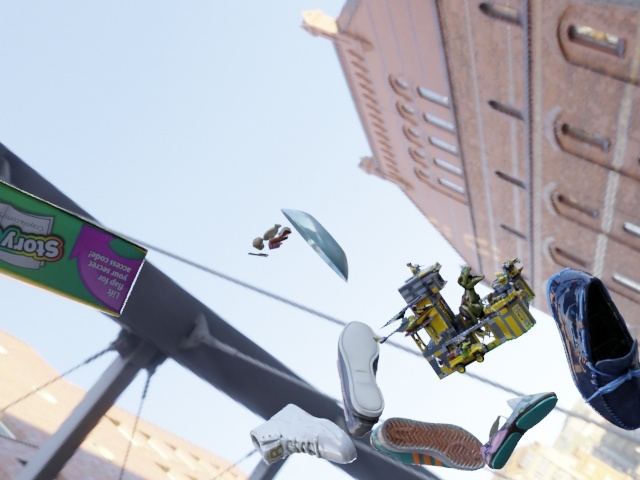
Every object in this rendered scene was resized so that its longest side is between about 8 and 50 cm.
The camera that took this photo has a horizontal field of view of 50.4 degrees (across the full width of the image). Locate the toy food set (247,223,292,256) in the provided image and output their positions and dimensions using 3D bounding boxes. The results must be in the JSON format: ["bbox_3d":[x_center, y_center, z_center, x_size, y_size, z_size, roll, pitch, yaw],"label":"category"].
[{"bbox_3d":[-0.107,-0.004,1.495,0.078,0.019,0.122,10,-37,-41],"label":"toy food set"}]

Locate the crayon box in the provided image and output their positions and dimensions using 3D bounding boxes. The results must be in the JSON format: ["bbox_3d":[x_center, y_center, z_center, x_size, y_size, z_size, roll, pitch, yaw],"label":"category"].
[{"bbox_3d":[-0.456,-0.025,0.885,0.363,0.313,0.106,29,-106,-34],"label":"crayon box"}]

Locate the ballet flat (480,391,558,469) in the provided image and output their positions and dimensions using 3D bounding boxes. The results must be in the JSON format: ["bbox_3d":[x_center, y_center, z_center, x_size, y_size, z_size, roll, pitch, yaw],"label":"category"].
[{"bbox_3d":[0.422,0.398,1.486,0.077,0.079,0.221,27,-77,-35],"label":"ballet flat"}]

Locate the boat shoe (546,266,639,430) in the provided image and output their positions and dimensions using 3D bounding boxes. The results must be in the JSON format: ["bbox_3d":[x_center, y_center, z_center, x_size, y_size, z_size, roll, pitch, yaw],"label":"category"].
[{"bbox_3d":[0.399,0.164,0.961,0.109,0.258,0.089,-35,9,-13],"label":"boat shoe"}]

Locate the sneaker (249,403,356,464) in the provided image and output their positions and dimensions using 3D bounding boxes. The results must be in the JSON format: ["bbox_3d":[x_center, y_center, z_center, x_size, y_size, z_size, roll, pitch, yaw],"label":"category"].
[{"bbox_3d":[-0.056,0.512,1.681,0.169,0.293,0.108,-24,-72,-34],"label":"sneaker"}]

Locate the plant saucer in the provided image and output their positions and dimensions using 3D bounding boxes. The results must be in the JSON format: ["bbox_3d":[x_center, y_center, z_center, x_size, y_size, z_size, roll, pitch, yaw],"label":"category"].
[{"bbox_3d":[0.000,0.000,1.306,0.037,0.195,0.195,-41,-31,-4],"label":"plant saucer"}]

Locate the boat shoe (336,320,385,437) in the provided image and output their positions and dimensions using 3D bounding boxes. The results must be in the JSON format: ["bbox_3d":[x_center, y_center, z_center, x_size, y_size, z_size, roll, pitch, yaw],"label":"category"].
[{"bbox_3d":[0.086,0.327,1.648,0.335,0.112,0.095,-93,21,-58],"label":"boat shoe"}]

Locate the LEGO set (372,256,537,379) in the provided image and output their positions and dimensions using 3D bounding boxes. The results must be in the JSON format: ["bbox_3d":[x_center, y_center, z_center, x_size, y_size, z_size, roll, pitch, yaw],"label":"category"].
[{"bbox_3d":[0.251,0.097,1.243,0.255,0.192,0.331,-36,-4,26],"label":"LEGO set"}]

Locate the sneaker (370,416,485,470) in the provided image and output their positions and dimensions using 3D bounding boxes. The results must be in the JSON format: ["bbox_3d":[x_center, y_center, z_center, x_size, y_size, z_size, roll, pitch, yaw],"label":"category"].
[{"bbox_3d":[0.271,0.521,1.731,0.121,0.302,0.108,127,158,-58],"label":"sneaker"}]
